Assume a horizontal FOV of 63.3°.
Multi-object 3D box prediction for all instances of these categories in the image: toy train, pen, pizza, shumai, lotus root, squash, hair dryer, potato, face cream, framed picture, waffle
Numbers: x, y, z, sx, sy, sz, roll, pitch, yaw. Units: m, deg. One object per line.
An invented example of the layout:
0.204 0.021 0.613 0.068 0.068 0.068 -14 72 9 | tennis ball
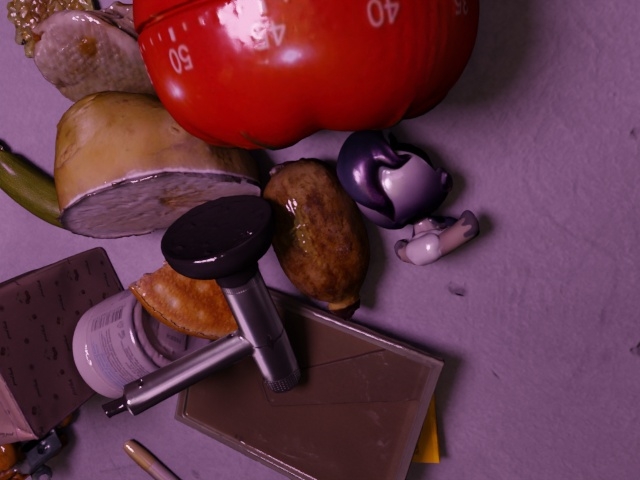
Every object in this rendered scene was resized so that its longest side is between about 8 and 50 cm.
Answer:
-0.659 0.342 1.057 0.232 0.163 0.369 -13 102 26 | toy train
-0.320 0.498 1.077 0.233 0.032 0.040 43 135 -1 | pen
-0.186 0.064 0.850 0.201 0.193 0.053 37 156 -21 | pizza
-0.327 -0.295 0.802 0.201 0.120 0.201 2 148 1 | shumai
0.000 0.000 0.788 0.128 0.145 0.260 -12 103 54 | lotus root
-0.490 -0.079 0.934 0.319 0.080 0.071 31 149 6 | squash
-0.165 0.133 0.718 0.156 0.284 0.320 25 133 46 | hair dryer
-0.247 -0.131 0.780 0.300 0.246 0.196 -9 78 -1 | potato
-0.291 0.162 0.868 0.153 0.177 0.177 -24 98 27 | face cream
-0.045 0.260 0.893 0.446 0.028 0.325 20 108 19 | framed picture
-0.444 -0.385 0.850 0.169 0.036 0.183 1 105 16 | waffle

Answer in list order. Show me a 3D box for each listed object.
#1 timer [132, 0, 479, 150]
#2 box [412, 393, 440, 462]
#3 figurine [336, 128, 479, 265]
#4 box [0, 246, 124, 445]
-0.016 -0.254 0.593 0.378 0.378 0.279 -5 107 16 | timer
0.069 0.313 0.914 0.269 0.043 0.152 -5 101 15 | box
0.109 -0.062 0.749 0.145 0.145 0.222 -32 97 21 | figurine
-0.486 0.172 0.882 0.191 0.297 0.225 -18 100 19 | box
